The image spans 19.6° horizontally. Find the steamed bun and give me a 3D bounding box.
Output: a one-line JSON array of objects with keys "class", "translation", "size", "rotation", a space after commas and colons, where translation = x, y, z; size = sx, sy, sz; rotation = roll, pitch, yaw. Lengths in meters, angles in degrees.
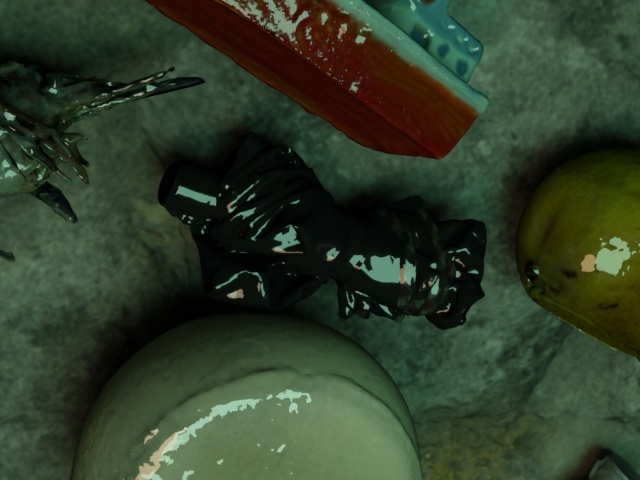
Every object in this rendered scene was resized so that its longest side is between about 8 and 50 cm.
[{"class": "steamed bun", "translation": [-0.066, 0.179, 1.471], "size": [0.283, 0.177, 0.283], "rotation": [-9, 118, -16]}]

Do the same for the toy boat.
[{"class": "toy boat", "translation": [-0.018, -0.191, 1.327], "size": [0.332, 0.145, 0.133], "rotation": [32, 80, -30]}]

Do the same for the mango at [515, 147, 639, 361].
[{"class": "mango", "translation": [0.274, 0.022, 1.529], "size": [0.262, 0.130, 0.167], "rotation": [35, 97, -35]}]

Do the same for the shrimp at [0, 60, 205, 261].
[{"class": "shrimp", "translation": [-0.265, -0.049, 1.333], "size": [0.372, 0.137, 0.172], "rotation": [-4, 154, -7]}]

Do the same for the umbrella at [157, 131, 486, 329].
[{"class": "umbrella", "translation": [0.000, 0.001, 1.442], "size": [0.272, 0.110, 0.122], "rotation": [18, 113, -26]}]

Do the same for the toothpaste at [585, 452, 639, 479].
[{"class": "toothpaste", "translation": [0.181, 0.318, 1.683], "size": [0.299, 0.073, 0.114], "rotation": [-47, 149, 11]}]
